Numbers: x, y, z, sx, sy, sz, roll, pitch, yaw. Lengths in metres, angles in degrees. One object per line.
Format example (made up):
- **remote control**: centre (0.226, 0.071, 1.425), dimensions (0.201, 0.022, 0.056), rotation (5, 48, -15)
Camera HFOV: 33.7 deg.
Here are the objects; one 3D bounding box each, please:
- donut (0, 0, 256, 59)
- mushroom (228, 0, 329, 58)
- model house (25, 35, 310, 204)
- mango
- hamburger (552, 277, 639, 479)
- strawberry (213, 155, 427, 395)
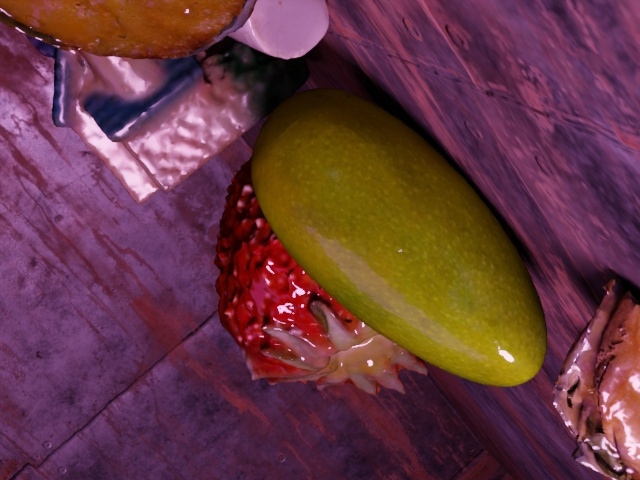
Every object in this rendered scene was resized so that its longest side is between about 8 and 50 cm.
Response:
- **donut**: centre (-0.151, -0.245, 0.701), dimensions (0.272, 0.107, 0.272), rotation (8, 152, 4)
- **mushroom**: centre (-0.084, -0.233, 0.868), dimensions (0.225, 0.093, 0.116), rotation (42, -165, 31)
- **model house**: centre (-0.199, -0.228, 1.129), dimensions (0.280, 0.245, 0.312), rotation (53, 179, -19)
- **mango**: centre (0.065, -0.004, 0.906), dimensions (0.343, 0.156, 0.192), rotation (44, -177, 30)
- **hamburger**: centre (0.218, 0.120, 0.727), dimensions (0.176, 0.102, 0.087), rotation (50, -171, -9)
- **strawberry**: centre (0.002, -0.001, 1.226), dimensions (0.292, 0.292, 0.344), rotation (56, -168, -58)
